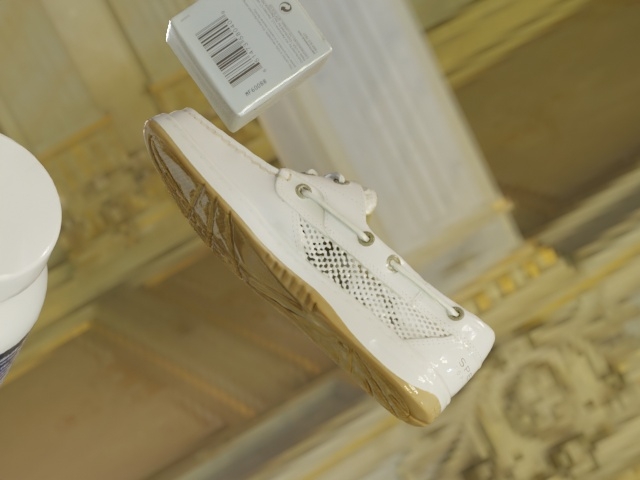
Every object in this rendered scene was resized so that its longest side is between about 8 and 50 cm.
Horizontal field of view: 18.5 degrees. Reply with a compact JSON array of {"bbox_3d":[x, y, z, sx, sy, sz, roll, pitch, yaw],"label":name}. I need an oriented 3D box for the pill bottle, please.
[{"bbox_3d":[-0.275,0.044,1.350,0.153,0.153,0.265,-46,175,-42],"label":"pill bottle"}]

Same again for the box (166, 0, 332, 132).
[{"bbox_3d":[-0.060,-0.162,1.634,0.102,0.101,0.087,-35,178,-10],"label":"box"}]

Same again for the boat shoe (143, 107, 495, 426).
[{"bbox_3d":[0.000,0.000,1.311,0.096,0.277,0.098,-44,172,-16],"label":"boat shoe"}]
